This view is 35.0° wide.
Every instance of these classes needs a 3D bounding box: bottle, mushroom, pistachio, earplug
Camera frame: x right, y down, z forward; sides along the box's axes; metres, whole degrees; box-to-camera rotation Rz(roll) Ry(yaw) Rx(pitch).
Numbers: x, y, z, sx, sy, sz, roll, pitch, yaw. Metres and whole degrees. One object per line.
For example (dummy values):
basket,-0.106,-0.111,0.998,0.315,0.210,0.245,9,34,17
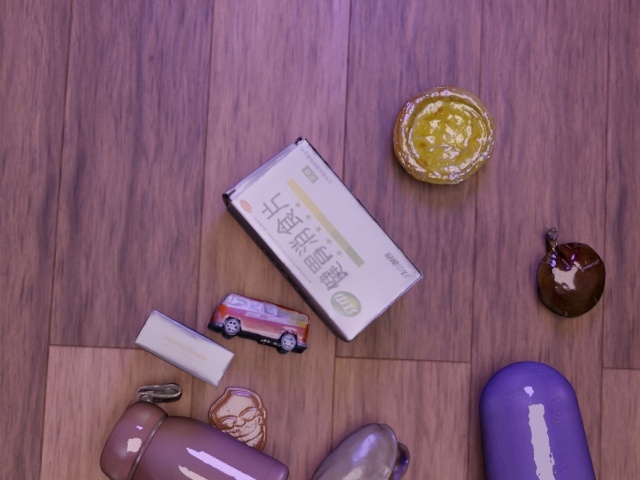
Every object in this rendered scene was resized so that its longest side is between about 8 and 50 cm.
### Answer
bottle,-0.208,0.372,1.686,0.296,0.173,0.206,26,64,6
mushroom,0.451,0.056,1.842,0.135,0.080,0.171,-26,92,-19
pistachio,0.064,0.410,1.737,0.206,0.131,0.129,-45,135,-9
earplug,0.382,0.436,1.748,0.215,0.215,0.456,-7,82,-8

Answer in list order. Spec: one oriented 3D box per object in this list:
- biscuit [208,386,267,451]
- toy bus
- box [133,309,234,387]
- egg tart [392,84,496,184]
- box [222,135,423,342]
biscuit,-0.142,0.320,1.770,0.102,0.019,0.131,-8,86,-9
toy bus,-0.104,0.144,1.764,0.174,0.079,0.077,16,75,-5
box,-0.223,0.175,1.662,0.149,0.233,0.067,27,82,-5
egg tart,0.219,-0.187,1.832,0.191,0.074,0.191,0,86,-7
box,-0.001,-0.002,1.752,0.173,0.145,0.333,-41,92,-10
